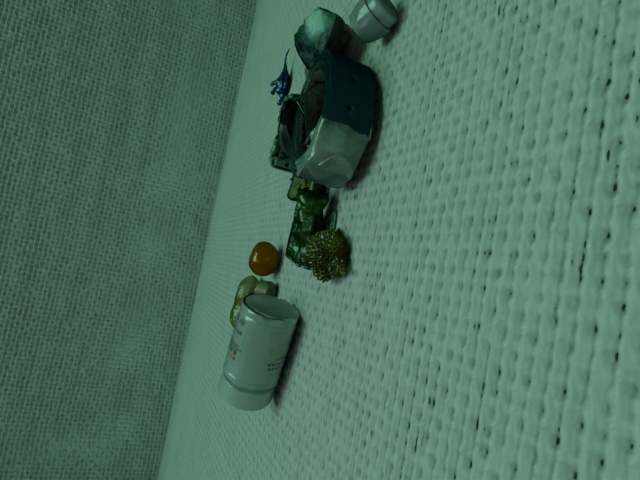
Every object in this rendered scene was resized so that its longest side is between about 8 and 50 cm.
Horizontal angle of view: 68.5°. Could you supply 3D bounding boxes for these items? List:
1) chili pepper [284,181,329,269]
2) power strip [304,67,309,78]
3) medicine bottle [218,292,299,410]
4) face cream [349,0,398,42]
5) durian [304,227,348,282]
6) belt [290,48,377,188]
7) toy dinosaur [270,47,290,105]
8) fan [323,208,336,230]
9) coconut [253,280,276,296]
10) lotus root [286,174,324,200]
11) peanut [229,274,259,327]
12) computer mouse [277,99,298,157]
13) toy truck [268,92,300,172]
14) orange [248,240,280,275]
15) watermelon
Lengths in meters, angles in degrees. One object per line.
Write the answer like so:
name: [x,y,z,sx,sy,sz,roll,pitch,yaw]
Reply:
chili pepper: [-0.040,-0.057,1.443,0.136,0.099,0.270,-116,37,-67]
power strip: [-0.008,-0.564,1.697,0.272,0.078,0.052,-101,31,-44]
medicine bottle: [-0.202,0.358,1.517,0.190,0.190,0.331,-134,60,-65]
face cream: [0.145,-0.612,1.288,0.104,0.117,0.117,-32,46,36]
durian: [0.015,0.046,1.285,0.146,0.103,0.208,-65,28,15]
belt: [0.029,-0.357,1.365,0.300,0.173,0.436,128,148,-51]
toy dinosaur: [-0.188,-0.742,2.248,0.144,0.077,0.328,-24,59,56]
fan: [0.000,0.000,1.462,0.240,0.009,0.131,124,150,-42]
coconut: [-0.203,0.188,1.767,0.082,0.081,0.083,-59,-18,-50]
lotus root: [-0.031,-0.202,1.566,0.183,0.078,0.204,-63,27,4]
peanut: [-0.303,0.256,1.944,0.120,0.111,0.236,99,-178,-68]
computer mouse: [-0.106,-0.360,1.551,0.231,0.071,0.126,68,-147,-54]
toy truck: [-0.093,-0.386,1.714,0.156,0.155,0.278,-141,65,-75]
orange: [-0.216,0.074,1.811,0.135,0.118,0.135,-56,9,14]
watermelon: [0.007,-0.665,1.533,0.226,0.148,0.318,-54,-7,-13]
